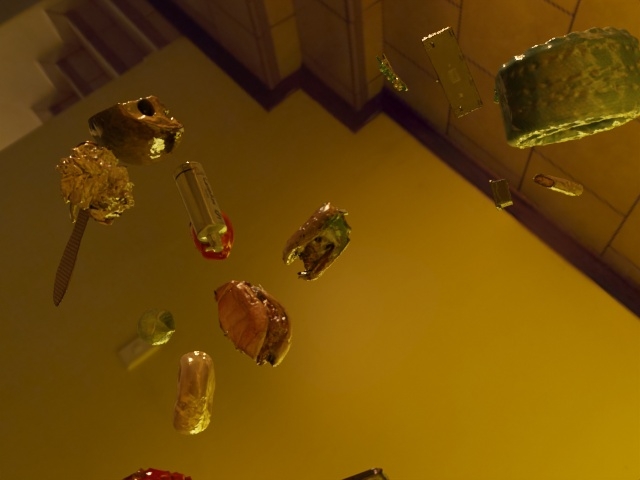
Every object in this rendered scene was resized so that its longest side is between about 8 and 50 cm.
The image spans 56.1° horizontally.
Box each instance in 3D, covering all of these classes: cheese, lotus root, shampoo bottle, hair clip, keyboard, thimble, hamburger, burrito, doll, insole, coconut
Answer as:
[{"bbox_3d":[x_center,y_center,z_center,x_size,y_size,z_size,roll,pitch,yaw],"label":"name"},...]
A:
[{"bbox_3d":[-0.371,0.445,1.769,0.226,0.117,0.213,-99,16,-58],"label":"cheese"},{"bbox_3d":[-0.520,-0.285,1.634,0.314,0.142,0.210,-22,106,50],"label":"lotus root"},{"bbox_3d":[-0.310,-0.083,1.584,0.085,0.085,0.262,81,164,-65],"label":"shampoo bottle"},{"bbox_3d":[0.246,-0.583,2.109,0.172,0.049,0.049,58,169,18],"label":"hair clip"},{"bbox_3d":[0.404,-0.509,1.843,0.317,0.106,0.027,51,-155,-43],"label":"keyboard"},{"bbox_3d":[0.406,-0.242,0.973,0.235,0.199,0.143,-11,89,44],"label":"thimble"},{"bbox_3d":[0.000,0.000,2.075,0.168,0.288,0.192,43,171,-3],"label":"hamburger"},{"bbox_3d":[0.705,-0.165,1.778,0.149,0.041,0.055,13,-173,-13],"label":"burrito"},{"bbox_3d":[-0.327,-0.022,1.818,0.290,0.130,0.160,-135,36,-59],"label":"doll"},{"bbox_3d":[-0.506,0.012,1.226,0.005,0.253,0.086,17,-176,-42],"label":"insole"},{"bbox_3d":[-0.196,0.239,1.797,0.245,0.282,0.155,-13,155,31],"label":"hamburger"},{"bbox_3d":[-0.385,0.205,1.422,0.096,0.087,0.087,12,149,23],"label":"coconut"}]

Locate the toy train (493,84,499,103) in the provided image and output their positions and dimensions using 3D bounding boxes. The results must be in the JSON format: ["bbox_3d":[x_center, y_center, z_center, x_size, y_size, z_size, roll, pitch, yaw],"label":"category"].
[{"bbox_3d":[0.452,-0.375,1.516,0.029,0.045,0.092,8,-175,11],"label":"toy train"}]

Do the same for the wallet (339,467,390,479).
[{"bbox_3d":[0.062,0.617,1.392,0.168,0.245,0.052,58,-168,-28],"label":"wallet"}]

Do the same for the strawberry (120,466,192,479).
[{"bbox_3d":[-0.276,0.566,0.960,0.345,0.318,0.295,28,116,37],"label":"strawberry"}]

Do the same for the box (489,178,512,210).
[{"bbox_3d":[0.592,-0.153,1.967,0.074,0.054,0.099,22,-125,-68],"label":"box"}]

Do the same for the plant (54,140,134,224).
[{"bbox_3d":[-0.335,-0.075,0.867,0.116,0.122,0.104,57,-152,-18],"label":"plant"}]
